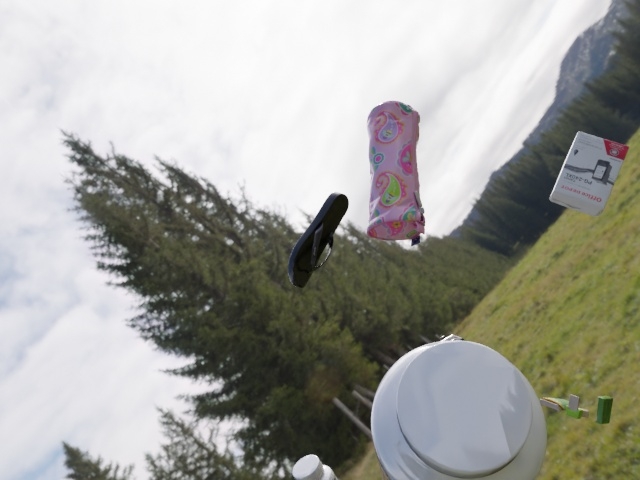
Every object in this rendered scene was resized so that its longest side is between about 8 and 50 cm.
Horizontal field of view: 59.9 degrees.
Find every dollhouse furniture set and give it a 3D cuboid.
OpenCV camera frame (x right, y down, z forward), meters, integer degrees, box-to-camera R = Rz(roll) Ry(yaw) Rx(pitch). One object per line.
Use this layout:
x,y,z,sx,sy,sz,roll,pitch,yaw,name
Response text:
0.588,0.371,1.283,0.076,0.152,0.058,8,-91,-31,dollhouse furniture set

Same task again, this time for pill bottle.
0.004,0.677,1.492,0.108,0.193,0.108,-26,17,8,pill bottle
0.153,0.233,0.651,0.181,0.181,0.323,-46,-27,-19,pill bottle

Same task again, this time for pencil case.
0.153,-0.137,1.127,0.124,0.124,0.284,84,-174,-70,pencil case

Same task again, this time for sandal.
0.000,-0.001,1.337,0.097,0.054,0.254,33,-96,-56,sandal

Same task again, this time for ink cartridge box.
0.579,-0.143,1.200,0.150,0.109,0.063,-65,-17,-7,ink cartridge box

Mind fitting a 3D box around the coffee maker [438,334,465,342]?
0.325,0.350,1.544,0.178,0.120,0.171,-23,-4,-14,coffee maker
